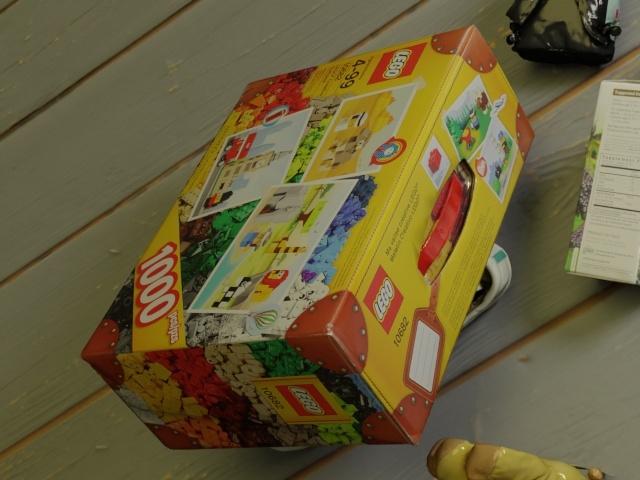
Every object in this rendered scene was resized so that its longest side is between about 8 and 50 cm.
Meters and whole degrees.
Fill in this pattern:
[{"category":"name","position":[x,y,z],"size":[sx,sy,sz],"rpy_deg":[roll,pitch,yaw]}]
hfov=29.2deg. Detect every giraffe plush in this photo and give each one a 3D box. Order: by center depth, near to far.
[{"category":"giraffe plush","position":[0.216,0.324,1.380],"size":[0.210,0.181,0.170],"rpy_deg":[13,80,-3]}]

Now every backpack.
[{"category":"backpack","position":[0.335,-0.330,1.652],"size":[0.152,0.115,0.182],"rpy_deg":[7,82,15]}]

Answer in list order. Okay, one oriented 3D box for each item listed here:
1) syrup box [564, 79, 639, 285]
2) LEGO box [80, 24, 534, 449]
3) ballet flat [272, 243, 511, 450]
[{"category":"syrup box","position":[0.373,-0.066,1.465],"size":[0.096,0.093,0.236],"rpy_deg":[10,90,38]},{"category":"LEGO box","position":[0.000,0.000,1.490],"size":[0.373,0.193,0.500],"rpy_deg":[-9,40,37]},{"category":"ballet flat","position":[0.066,0.128,1.541],"size":[0.400,0.139,0.139],"rpy_deg":[-37,54,6]}]
